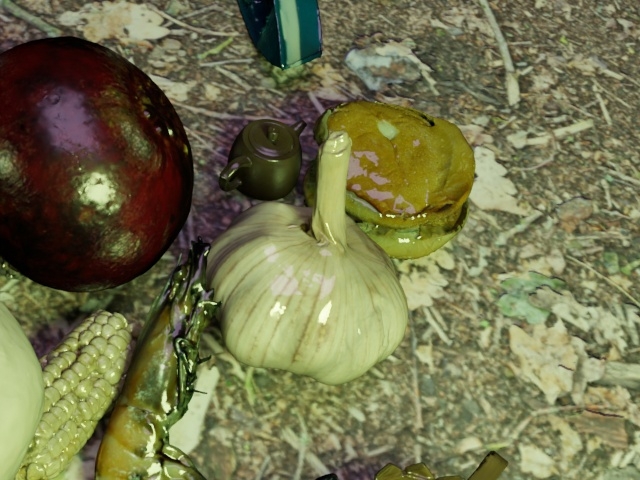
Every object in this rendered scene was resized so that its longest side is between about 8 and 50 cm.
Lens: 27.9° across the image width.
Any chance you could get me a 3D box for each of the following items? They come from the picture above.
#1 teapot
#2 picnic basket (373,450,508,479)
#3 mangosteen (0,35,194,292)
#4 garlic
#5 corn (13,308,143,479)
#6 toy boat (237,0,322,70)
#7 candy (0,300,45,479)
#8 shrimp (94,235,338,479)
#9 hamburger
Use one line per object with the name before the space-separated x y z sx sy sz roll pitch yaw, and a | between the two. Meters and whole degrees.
teapot | -0.059 -0.086 1.312 0.076 0.068 0.121 42 52 20
picnic basket | 0.092 0.232 1.007 0.138 0.178 0.128 32 49 12
mangosteen | -0.245 -0.048 1.160 0.261 0.235 0.235 -32 54 14
garlic | 0.000 0.000 1.144 0.199 0.226 0.199 13 28 -7
corn | -0.208 0.124 1.079 0.087 0.087 0.211 31 50 11
toy boat | -0.055 -0.304 1.487 0.062 0.096 0.299 3 51 -25
candy | -0.352 0.124 0.942 0.295 0.185 0.295 -10 56 15
shrimp | -0.072 0.134 1.061 0.198 0.051 0.262 13 77 6
hamburger | 0.062 -0.056 1.302 0.177 0.113 0.185 42 60 13
